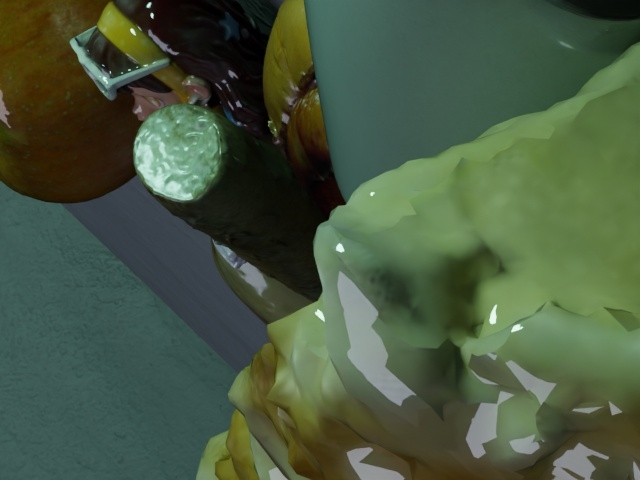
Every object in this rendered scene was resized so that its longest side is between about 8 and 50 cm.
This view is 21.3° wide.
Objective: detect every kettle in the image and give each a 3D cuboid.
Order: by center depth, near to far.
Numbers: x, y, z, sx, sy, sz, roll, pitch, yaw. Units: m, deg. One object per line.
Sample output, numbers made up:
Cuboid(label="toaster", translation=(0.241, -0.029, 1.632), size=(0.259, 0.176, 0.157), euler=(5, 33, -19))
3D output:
Cuboid(label="kettle", translation=(0.063, -0.117, 0.595), size=(0.236, 0.161, 0.221), euler=(74, 179, -67))

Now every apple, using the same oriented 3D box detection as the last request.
Cuboid(label="apple", translation=(-0.200, -0.145, 1.280), size=(0.210, 0.173, 0.235), euler=(58, 172, 24))

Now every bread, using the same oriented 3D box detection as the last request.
Cuboid(label="bread", translation=(0.179, 0.145, 0.484), size=(0.390, 0.279, 0.371), euler=(55, 158, 14))

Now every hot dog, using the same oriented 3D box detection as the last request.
Cuboid(label="hot dog", translation=(0.045, -0.049, 0.960), size=(0.194, 0.107, 0.326), euler=(38, 167, 27))

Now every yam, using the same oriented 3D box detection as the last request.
Cuboid(label="yam", translation=(0.000, 0.000, 1.115), size=(0.083, 0.083, 0.371), euler=(36, -176, 34))

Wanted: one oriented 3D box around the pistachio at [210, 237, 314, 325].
Cuboid(label="pistachio", translation=(-0.002, 0.019, 1.354), size=(0.206, 0.131, 0.129), euler=(42, -146, -14))

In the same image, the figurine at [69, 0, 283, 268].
Cuboid(label="figurine", translation=(-0.065, -0.085, 1.169), size=(0.240, 0.116, 0.175), euler=(55, 180, -37))
